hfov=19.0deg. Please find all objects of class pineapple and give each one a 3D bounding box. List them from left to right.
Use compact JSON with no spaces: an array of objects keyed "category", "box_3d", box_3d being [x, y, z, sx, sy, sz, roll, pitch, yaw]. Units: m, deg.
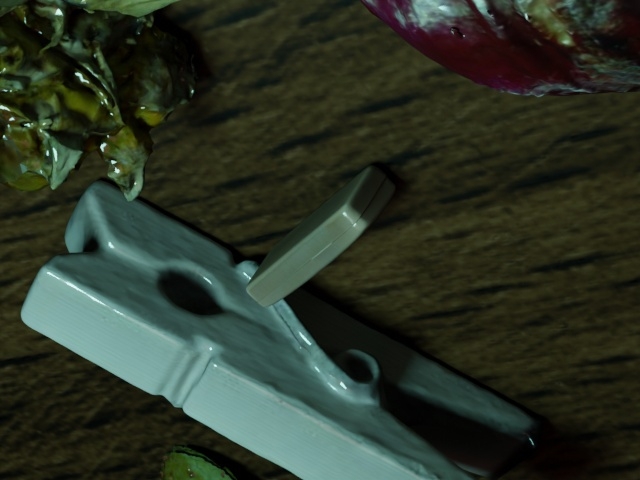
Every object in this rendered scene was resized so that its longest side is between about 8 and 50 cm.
[{"category":"pineapple","box_3d":[-0.212,-0.115,1.000,0.334,0.161,0.158,25,138,1]}]

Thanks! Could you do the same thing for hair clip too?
[{"category":"hair clip","box_3d":[-0.018,0.081,1.177,0.331,0.101,0.085,31,143,-6]}]

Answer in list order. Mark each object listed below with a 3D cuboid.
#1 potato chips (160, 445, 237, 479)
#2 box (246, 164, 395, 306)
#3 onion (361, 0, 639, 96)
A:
[{"category":"potato chips","box_3d":[-0.085,0.224,1.418,0.142,0.026,0.209,-3,136,23]},{"category":"box","box_3d":[0.000,0.000,1.111,0.025,0.048,0.115,40,137,-9]},{"category":"onion","box_3d":[0.092,-0.148,0.741,0.206,0.207,0.216,-17,146,34]}]
